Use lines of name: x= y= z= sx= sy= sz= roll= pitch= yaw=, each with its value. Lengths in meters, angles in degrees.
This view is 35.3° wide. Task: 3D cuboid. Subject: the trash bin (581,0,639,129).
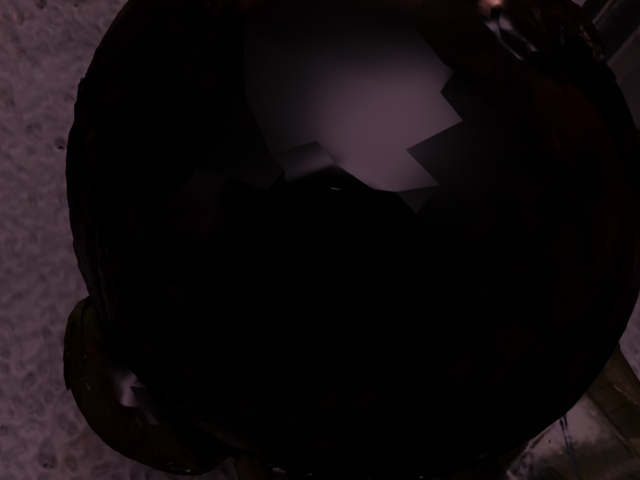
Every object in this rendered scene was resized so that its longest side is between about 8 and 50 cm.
trash bin: x=0.427 y=-0.167 z=0.854 sx=0.368 sy=0.296 sz=0.256 roll=38 pitch=67 yaw=4

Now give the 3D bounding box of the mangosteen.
mangosteen: x=0.007 y=-0.001 z=0.651 sx=0.381 sy=0.381 sz=0.421 roll=33 pitch=98 yaw=9

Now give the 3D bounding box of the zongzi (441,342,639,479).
zongzi: x=0.125 y=0.127 z=0.784 sx=0.242 sy=0.112 sz=0.221 roll=-24 pitch=68 yaw=-7
